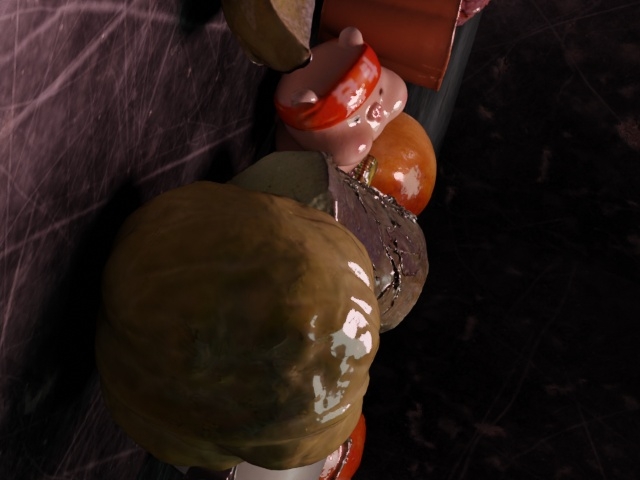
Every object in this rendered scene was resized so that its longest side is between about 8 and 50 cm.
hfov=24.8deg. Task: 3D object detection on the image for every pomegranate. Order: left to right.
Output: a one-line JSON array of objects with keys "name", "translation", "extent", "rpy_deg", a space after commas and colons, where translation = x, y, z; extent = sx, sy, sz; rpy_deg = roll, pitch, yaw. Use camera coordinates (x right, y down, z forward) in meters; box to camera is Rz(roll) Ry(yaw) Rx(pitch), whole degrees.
[{"name": "pomegranate", "translation": [0.078, -0.103, 2.271], "extent": [0.209, 0.209, 0.209], "rpy_deg": [21, 90, -82]}]

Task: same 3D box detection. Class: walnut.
[{"name": "walnut", "translation": [-0.081, 0.089, 1.407], "extent": [0.282, 0.277, 0.253], "rpy_deg": [89, 9, -68]}]

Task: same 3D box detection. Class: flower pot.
[{"name": "flower pot", "translation": [0.092, -0.304, 1.865], "extent": [0.190, 0.173, 0.190], "rpy_deg": [-165, -90, -90]}]

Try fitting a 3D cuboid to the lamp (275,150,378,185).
[{"name": "lamp", "translation": [0.010, -0.112, 2.004], "extent": [0.157, 0.135, 0.156], "rpy_deg": [98, 14, -50]}]

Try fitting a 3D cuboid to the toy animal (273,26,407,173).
[{"name": "toy animal", "translation": [0.016, -0.166, 1.829], "extent": [0.197, 0.171, 0.171], "rpy_deg": [108, 6, -65]}]

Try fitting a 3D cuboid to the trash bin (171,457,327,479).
[{"name": "trash bin", "translation": [-0.070, 0.206, 1.985], "extent": [0.277, 0.217, 0.262], "rpy_deg": [-7, 118, -75]}]

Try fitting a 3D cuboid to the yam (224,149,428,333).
[{"name": "yam", "translation": [0.000, 0.005, 1.743], "extent": [0.202, 0.201, 0.271], "rpy_deg": [-37, 142, 9]}]

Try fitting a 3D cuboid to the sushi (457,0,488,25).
[{"name": "sushi", "translation": [0.210, -0.447, 2.172], "extent": [0.171, 0.236, 0.270], "rpy_deg": [114, -2, -58]}]

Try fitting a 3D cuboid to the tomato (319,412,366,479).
[{"name": "tomato", "translation": [-0.027, 0.293, 2.246], "extent": [0.309, 0.170, 0.309], "rpy_deg": [-169, -90, -67]}]

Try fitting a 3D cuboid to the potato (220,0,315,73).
[{"name": "potato", "translation": [-0.059, -0.273, 1.402], "extent": [0.120, 0.100, 0.261], "rpy_deg": [-25, -137, 40]}]
